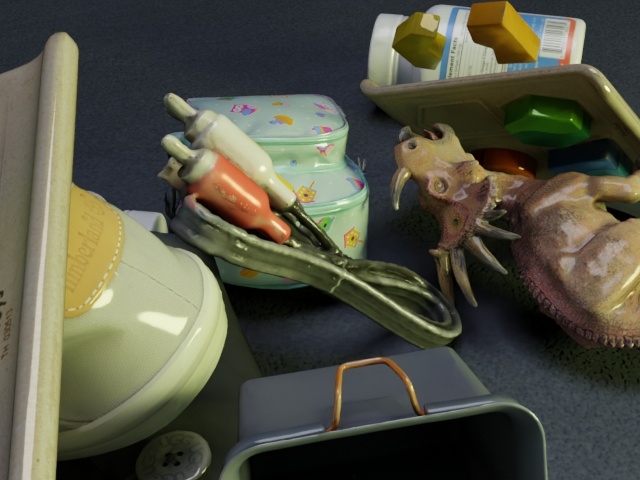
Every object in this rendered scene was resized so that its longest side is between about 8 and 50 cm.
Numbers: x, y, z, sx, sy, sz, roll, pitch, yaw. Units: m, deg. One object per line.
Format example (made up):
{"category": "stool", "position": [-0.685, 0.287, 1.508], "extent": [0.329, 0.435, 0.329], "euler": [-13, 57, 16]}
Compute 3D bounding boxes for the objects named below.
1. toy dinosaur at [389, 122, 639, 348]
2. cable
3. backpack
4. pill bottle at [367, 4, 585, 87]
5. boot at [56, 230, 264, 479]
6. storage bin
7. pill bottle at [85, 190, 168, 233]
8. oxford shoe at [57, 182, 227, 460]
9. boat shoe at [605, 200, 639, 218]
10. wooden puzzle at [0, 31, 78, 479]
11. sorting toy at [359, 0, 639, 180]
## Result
{"category": "toy dinosaur", "position": [0.193, 0.018, 0.869], "extent": [0.200, 0.127, 0.296], "euler": [-16, 39, -28]}
{"category": "cable", "position": [0.000, 0.000, 0.792], "extent": [0.287, 0.072, 0.139], "euler": [30, 20, -16]}
{"category": "backpack", "position": [-0.041, -0.043, 0.940], "extent": [0.166, 0.144, 0.188], "euler": [-2, 33, -16]}
{"category": "pill bottle", "position": [0.168, -0.190, 1.217], "extent": [0.222, 0.124, 0.124], "euler": [9, 31, 12]}
{"category": "boot", "position": [-0.022, 0.136, 0.654], "extent": [0.367, 0.146, 0.445], "euler": [-9, 28, -21]}
{"category": "storage bin", "position": [0.020, 0.091, 0.496], "extent": [0.135, 0.098, 0.091], "euler": [-10, 21, -6]}
{"category": "pill bottle", "position": [-0.214, 0.012, 0.867], "extent": [0.180, 0.107, 0.108], "euler": [3, 30, 4]}
{"category": "oxford shoe", "position": [-0.265, 0.063, 0.622], "extent": [0.450, 0.130, 0.169], "euler": [-15, 43, 25]}
{"category": "boat shoe", "position": [0.285, -0.072, 1.074], "extent": [0.229, 0.080, 0.076], "euler": [24, 19, 38]}
{"category": "wooden puzzle", "position": [-0.260, 0.072, 0.466], "extent": [0.348, 0.080, 0.322], "euler": [-20, 52, 17]}
{"category": "sorting toy", "position": [0.149, -0.102, 0.933], "extent": [0.229, 0.041, 0.307], "euler": [4, -17, 37]}
